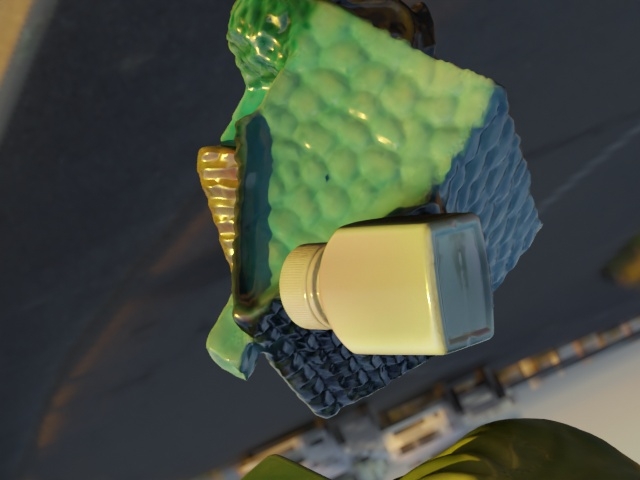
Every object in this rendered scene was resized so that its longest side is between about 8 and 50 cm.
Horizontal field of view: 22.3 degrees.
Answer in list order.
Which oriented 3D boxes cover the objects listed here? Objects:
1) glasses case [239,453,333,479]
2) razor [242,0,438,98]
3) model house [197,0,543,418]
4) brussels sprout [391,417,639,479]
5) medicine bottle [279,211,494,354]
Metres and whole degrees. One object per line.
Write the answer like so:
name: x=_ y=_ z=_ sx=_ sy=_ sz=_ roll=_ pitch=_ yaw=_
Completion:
glasses case: x=-0.012 y=0.202 z=1.119 sx=0.078 sy=0.039 sz=0.184 roll=-40 pitch=-158 yaw=-19
razor: x=0.009 y=-0.153 z=1.783 sx=0.189 sy=0.107 sz=0.327 roll=-6 pitch=157 yaw=-17
model house: x=0.000 y=0.000 z=1.129 sx=0.241 sy=0.226 sz=0.261 roll=-60 pitch=156 yaw=-13
brussels sprout: x=0.105 y=0.262 z=0.904 sx=0.289 sy=0.281 sz=0.355 roll=-53 pitch=148 yaw=10
medicine bottle: x=0.036 y=0.025 z=0.918 sx=0.118 sy=0.074 sz=0.055 roll=-4 pitch=-172 yaw=43
